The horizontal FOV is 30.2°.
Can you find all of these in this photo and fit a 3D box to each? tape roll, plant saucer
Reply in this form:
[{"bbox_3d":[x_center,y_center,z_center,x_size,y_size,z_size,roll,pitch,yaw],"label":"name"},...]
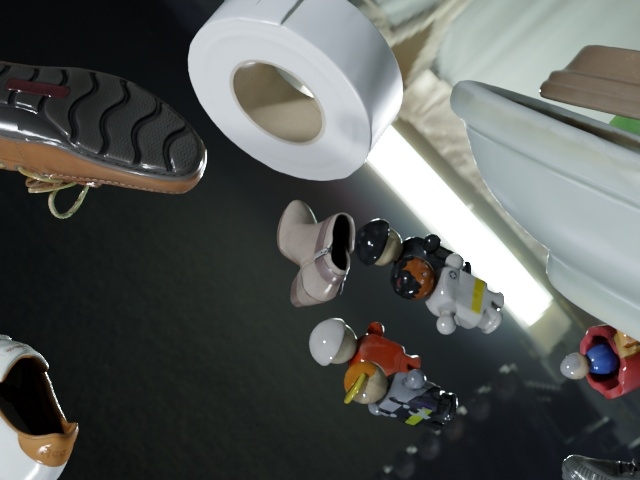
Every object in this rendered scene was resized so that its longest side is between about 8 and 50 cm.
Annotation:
[{"bbox_3d":[-0.035,-0.216,1.605,0.286,0.286,0.100,41,-122,-10],"label":"tape roll"},{"bbox_3d":[0.272,-0.076,0.713,0.278,0.041,0.278,12,-170,-2],"label":"plant saucer"},{"bbox_3d":[0.252,0.017,0.713,0.400,0.100,0.400,20,-168,-4],"label":"plant saucer"}]

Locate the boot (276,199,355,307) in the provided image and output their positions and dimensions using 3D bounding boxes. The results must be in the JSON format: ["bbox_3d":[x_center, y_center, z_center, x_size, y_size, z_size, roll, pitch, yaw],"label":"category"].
[{"bbox_3d":[0.000,0.000,1.006,0.042,0.087,0.118,10,-122,-26],"label":"boot"}]

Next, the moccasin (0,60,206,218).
[{"bbox_3d":[-0.319,-0.119,1.409,0.380,0.147,0.139,8,-124,6],"label":"moccasin"}]

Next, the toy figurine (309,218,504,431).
[{"bbox_3d":[0.093,0.096,1.377,0.148,0.213,0.209,24,-170,-16],"label":"toy figurine"}]

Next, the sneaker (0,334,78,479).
[{"bbox_3d":[-0.334,0.112,1.163,0.290,0.123,0.106,46,-151,13],"label":"sneaker"}]

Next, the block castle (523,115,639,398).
[{"bbox_3d":[0.380,-0.034,1.257,0.212,0.453,0.303,-11,-112,-21],"label":"block castle"}]

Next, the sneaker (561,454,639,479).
[{"bbox_3d":[0.418,0.299,1.462,0.234,0.106,0.078,22,-160,15],"label":"sneaker"}]
